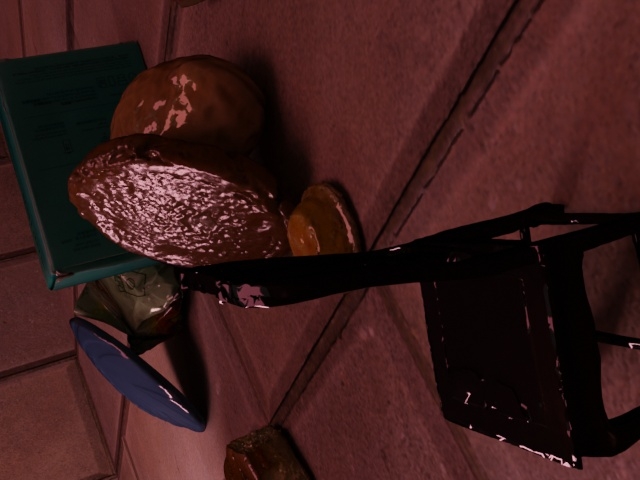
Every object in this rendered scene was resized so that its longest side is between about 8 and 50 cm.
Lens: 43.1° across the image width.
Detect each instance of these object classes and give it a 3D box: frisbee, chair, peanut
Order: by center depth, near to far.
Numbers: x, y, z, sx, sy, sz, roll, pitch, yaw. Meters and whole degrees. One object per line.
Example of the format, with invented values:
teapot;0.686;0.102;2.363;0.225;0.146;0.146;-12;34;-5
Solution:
chair;0.060;0.045;0.373;0.106;0.229;0.113;0;102;66
peanut;-0.148;-0.094;0.853;0.147;0.146;0.305;67;156;17
frisbee;-0.311;0.234;1.337;0.289;0.049;0.289;33;158;15

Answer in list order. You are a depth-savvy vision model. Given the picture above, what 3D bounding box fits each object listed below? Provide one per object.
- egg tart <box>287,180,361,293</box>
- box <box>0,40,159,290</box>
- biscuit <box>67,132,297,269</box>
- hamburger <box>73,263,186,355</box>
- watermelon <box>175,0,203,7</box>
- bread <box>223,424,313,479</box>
egg tart;0.000;0.000;0.706;0.105;0.039;0.105;41;139;48
box;-0.314;-0.103;1.121;0.312;0.205;0.118;70;157;9
biscuit;-0.128;-0.033;0.775;0.226;0.225;0.042;121;162;-59
hamburger;-0.318;0.040;1.284;0.260;0.150;0.276;-37;70;63
watermelon;-0.140;-0.271;0.780;0.125;0.094;0.135;54;154;23
bread;-0.062;0.293;0.980;0.140;0.069;0.128;53;147;37
